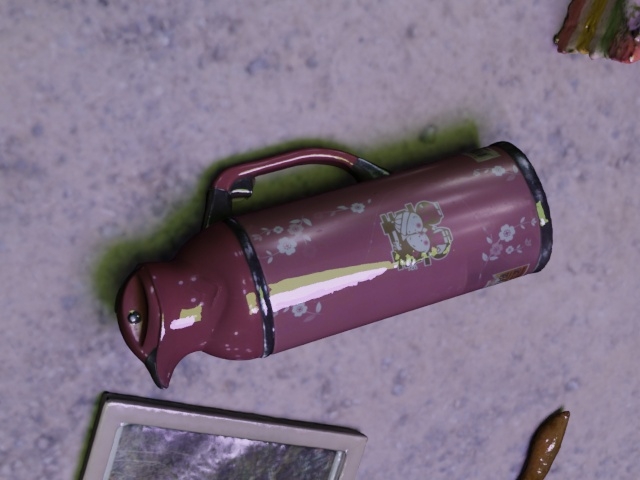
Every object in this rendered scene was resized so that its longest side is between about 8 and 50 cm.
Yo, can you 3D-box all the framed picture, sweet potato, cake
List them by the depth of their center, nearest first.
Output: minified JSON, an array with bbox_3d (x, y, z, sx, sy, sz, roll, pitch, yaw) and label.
[{"bbox_3d":[0.279,-0.231,1.029,0.090,0.109,0.225,22,98,-26],"label":"cake"},{"bbox_3d":[-0.111,0.291,1.110,0.240,0.020,0.324,13,103,-24],"label":"framed picture"},{"bbox_3d":[0.196,0.204,1.198,0.026,0.026,0.115,18,103,-26],"label":"sweet potato"}]

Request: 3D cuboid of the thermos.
[{"bbox_3d":[0.003,0.005,1.003,0.330,0.109,0.136,-16,114,-15],"label":"thermos"}]
